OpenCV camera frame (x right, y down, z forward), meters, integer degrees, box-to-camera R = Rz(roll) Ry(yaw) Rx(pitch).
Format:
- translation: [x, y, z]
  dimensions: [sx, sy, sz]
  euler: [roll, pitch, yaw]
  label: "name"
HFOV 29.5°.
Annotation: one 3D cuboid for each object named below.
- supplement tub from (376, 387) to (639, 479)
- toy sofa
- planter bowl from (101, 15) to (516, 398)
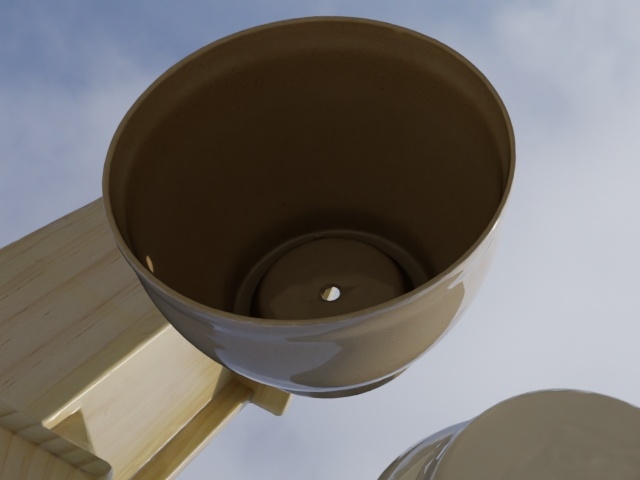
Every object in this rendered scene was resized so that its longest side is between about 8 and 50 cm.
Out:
- translation: [0.083, 0.206, 0.624]
  dimensions: [0.191, 0.272, 0.191]
  euler: [9, -123, -14]
  label: "supplement tub"
- translation: [-0.140, 0.088, 0.785]
  dimensions: [0.177, 0.150, 0.362]
  euler: [25, -154, 12]
  label: "toy sofa"
- translation: [0.000, 0.000, 0.514]
  dimensions: [0.162, 0.109, 0.162]
  euler: [-4, -130, 5]
  label: "planter bowl"
